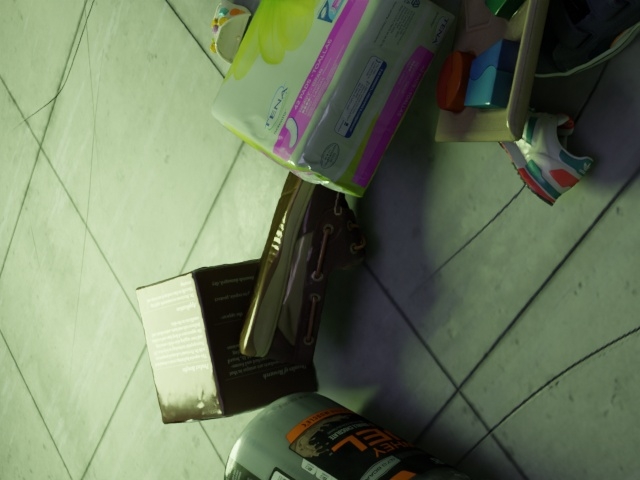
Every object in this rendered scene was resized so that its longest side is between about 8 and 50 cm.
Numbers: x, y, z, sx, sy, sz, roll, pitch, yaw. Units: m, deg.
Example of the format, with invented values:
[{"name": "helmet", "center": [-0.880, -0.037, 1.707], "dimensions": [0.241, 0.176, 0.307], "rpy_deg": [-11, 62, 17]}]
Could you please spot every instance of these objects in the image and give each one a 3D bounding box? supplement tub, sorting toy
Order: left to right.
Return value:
[{"name": "sorting toy", "center": [-0.140, -0.310, 1.405], "dimensions": [0.083, 0.045, 0.075], "rpy_deg": [-66, 31, 33]}, {"name": "supplement tub", "center": [0.056, 0.331, 1.160], "dimensions": [0.338, 0.207, 0.207], "rpy_deg": [21, 113, 45]}, {"name": "sorting toy", "center": [0.172, -0.249, 0.950], "dimensions": [0.229, 0.041, 0.307], "rpy_deg": [-157, 77, -78]}]

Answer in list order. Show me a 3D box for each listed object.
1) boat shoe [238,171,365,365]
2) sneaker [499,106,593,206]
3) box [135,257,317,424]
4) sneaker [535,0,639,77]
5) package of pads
[{"name": "boat shoe", "center": [0.000, 0.000, 1.248], "dimensions": [0.123, 0.123, 0.341], "rpy_deg": [-139, 67, -79]}, {"name": "sneaker", "center": [0.223, -0.116, 1.013], "dimensions": [0.075, 0.057, 0.161], "rpy_deg": [-39, 59, 20]}, {"name": "box", "center": [-0.135, 0.139, 1.375], "dimensions": [0.169, 0.167, 0.203], "rpy_deg": [-16, 85, 49]}, {"name": "sneaker", "center": [0.264, -0.250, 0.878], "dimensions": [0.321, 0.128, 0.126], "rpy_deg": [-33, 73, 49]}, {"name": "package of pads", "center": [-0.001, -0.192, 1.119], "dimensions": [0.229, 0.101, 0.296], "rpy_deg": [-63, 32, 7]}]
